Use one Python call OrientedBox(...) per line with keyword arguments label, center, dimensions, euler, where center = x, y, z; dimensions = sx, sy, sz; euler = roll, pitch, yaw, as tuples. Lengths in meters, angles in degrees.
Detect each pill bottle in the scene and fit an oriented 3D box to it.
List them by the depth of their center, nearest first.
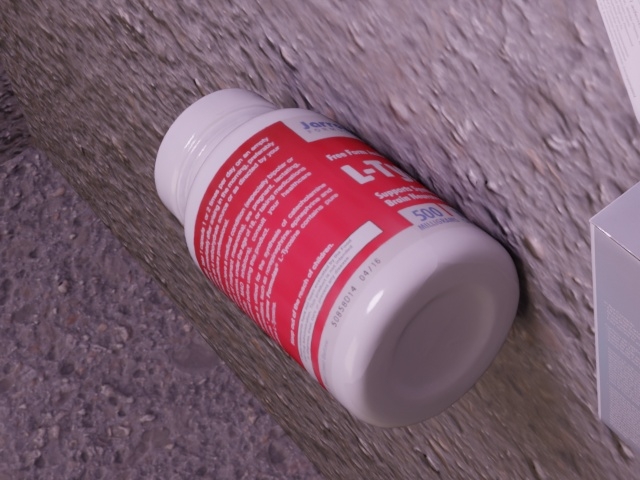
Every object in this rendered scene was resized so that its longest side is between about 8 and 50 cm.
OrientedBox(label="pill bottle", center=(0.000, 0.000, 1.532), dimensions=(0.408, 0.229, 0.229), euler=(40, 159, 39))

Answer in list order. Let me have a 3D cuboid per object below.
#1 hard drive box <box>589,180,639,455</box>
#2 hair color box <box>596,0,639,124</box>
OrientedBox(label="hard drive box", center=(0.273, 0.032, 0.928), dimensions=(0.089, 0.181, 0.232), euler=(43, 160, 35))
OrientedBox(label="hair color box", center=(0.237, -0.158, 0.656), dimensions=(0.339, 0.110, 0.185), euler=(-164, 52, -77))
